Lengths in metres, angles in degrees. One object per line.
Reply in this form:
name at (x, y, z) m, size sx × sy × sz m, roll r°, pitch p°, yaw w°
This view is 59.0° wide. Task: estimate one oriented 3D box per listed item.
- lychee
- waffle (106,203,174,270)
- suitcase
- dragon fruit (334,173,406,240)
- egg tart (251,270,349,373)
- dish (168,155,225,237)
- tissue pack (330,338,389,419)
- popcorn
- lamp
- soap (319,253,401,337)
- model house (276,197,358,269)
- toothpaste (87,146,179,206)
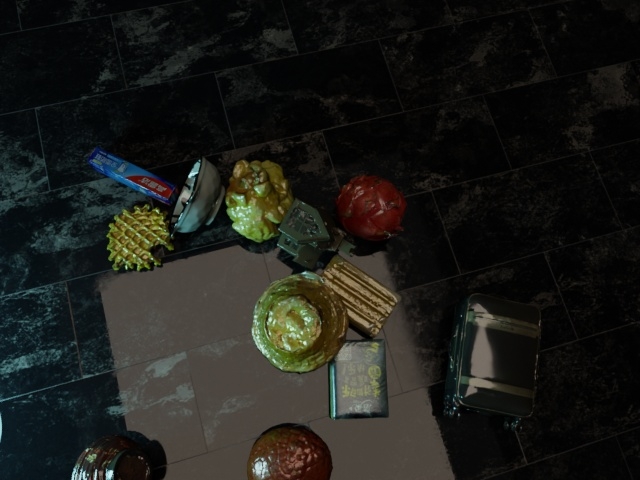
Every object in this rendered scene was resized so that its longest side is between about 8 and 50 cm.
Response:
lychee at (-0.098, 0.694, 1.712) m, size 0.255 × 0.255 × 0.300 m, roll 30°, pitch 108°, yaw 4°
waffle at (-0.624, -0.012, 1.951) m, size 0.228 × 0.051 × 0.232 m, roll -10°, pitch 75°, yaw -5°
suitcase at (0.563, 0.388, 1.871) m, size 0.283 × 0.194 × 0.434 m, roll 12°, pitch 72°, yaw -2°
dragon fruit at (0.173, -0.115, 1.961) m, size 0.252 × 0.241 × 0.241 m, roll 23°, pitch 73°, yaw -16°
egg tart at (-0.079, 0.269, 1.836) m, size 0.341 × 0.129 × 0.341 m, roll -2°, pitch 84°, yaw 16°
dish at (-0.405, -0.137, 1.908) m, size 0.120 × 0.303 × 0.303 m, roll 23°, pitch 73°, yaw -22°
tissue pack at (0.125, 0.456, 1.869) m, size 0.185 × 0.081 × 0.257 m, roll 0°, pitch 75°, yaw -4°
popcorn at (-0.213, -0.143, 1.942) m, size 0.252 × 0.215 × 0.286 m, roll 17°, pitch 61°, yaw -46°
lamp at (-0.621, 0.700, 1.670) m, size 0.247 × 0.247 × 0.247 m, roll 1°, pitch 74°, yaw -5°
soap at (0.116, 0.191, 1.938) m, size 0.274 × 0.089 × 0.173 m, roll 34°, pitch 76°, yaw 5°
model house at (0.000, 0.000, 1.906) m, size 0.243 × 0.211 × 0.204 m, roll 30°, pitch 95°, yaw 14°
toothpaste at (-0.656, -0.224, 1.991) m, size 0.320 × 0.076 × 0.066 m, roll 25°, pitch 73°, yaw 2°
